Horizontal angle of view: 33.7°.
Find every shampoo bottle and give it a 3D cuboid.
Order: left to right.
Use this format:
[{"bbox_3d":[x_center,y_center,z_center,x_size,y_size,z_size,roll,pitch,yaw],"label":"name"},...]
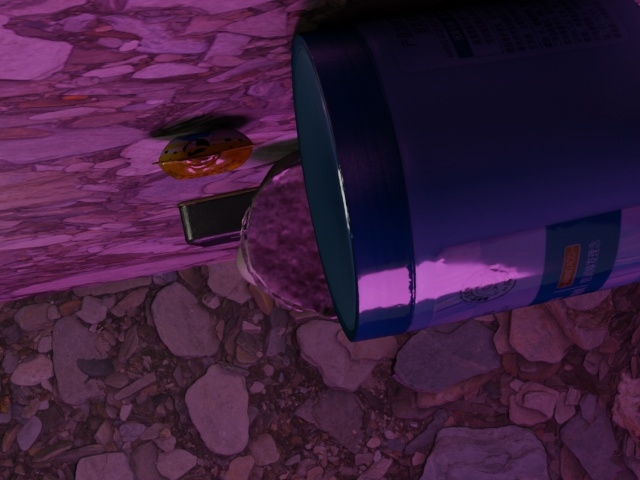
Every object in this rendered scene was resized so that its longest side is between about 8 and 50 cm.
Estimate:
[{"bbox_3d":[0.166,-0.086,1.124,0.343,0.331,0.331,-11,175,-7],"label":"shampoo bottle"}]

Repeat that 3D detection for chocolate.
[{"bbox_3d":[0.019,-0.042,1.822,0.303,0.303,0.213,-11,-154,7],"label":"chocolate"}]

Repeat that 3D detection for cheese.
[{"bbox_3d":[-0.160,-0.126,1.525,0.157,0.064,0.250,-9,-175,4],"label":"cheese"}]

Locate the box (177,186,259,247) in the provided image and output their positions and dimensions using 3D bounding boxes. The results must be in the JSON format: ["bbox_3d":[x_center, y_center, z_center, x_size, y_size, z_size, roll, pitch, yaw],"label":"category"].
[{"bbox_3d":[-0.185,-0.047,2.205,0.201,0.090,0.144,-10,174,9],"label":"box"}]

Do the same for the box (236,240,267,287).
[{"bbox_3d":[0.000,0.001,2.364,0.289,0.141,0.349,11,144,-45],"label":"box"}]
